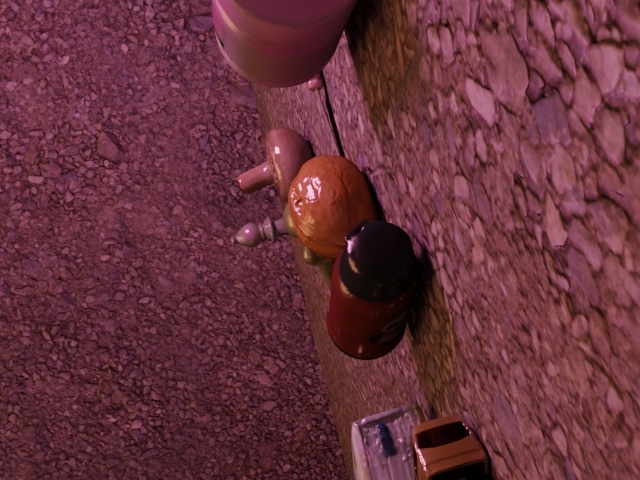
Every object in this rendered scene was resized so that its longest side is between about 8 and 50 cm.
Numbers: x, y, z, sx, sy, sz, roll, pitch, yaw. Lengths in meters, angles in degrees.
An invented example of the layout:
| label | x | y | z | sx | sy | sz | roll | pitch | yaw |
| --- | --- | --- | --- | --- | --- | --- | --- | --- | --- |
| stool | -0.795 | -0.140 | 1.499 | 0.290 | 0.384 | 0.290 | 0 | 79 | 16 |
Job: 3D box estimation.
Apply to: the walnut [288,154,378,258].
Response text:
| label | x | y | z | sx | sy | sz | roll | pitch | yaw |
| --- | --- | --- | --- | --- | --- | --- | --- | --- | --- |
| walnut | 0.021 | -0.059 | 1.417 | 0.165 | 0.165 | 0.197 | 84 | 177 | -53 |

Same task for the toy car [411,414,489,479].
| label | x | y | z | sx | sy | sz | roll | pitch | yaw |
| --- | --- | --- | --- | --- | --- | --- | --- | --- | --- |
| toy car | 0.194 | 0.386 | 1.162 | 0.124 | 0.101 | 0.257 | -113 | 11 | -54 |

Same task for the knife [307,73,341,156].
| label | x | y | z | sx | sy | sz | roll | pitch | yaw |
| --- | --- | --- | --- | --- | --- | --- | --- | --- | --- |
| knife | -0.002 | -0.288 | 1.624 | 0.081 | 0.043 | 0.336 | -27 | -80 | -84 |

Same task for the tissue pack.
| label | x | y | z | sx | sy | sz | roll | pitch | yaw |
| --- | --- | --- | --- | --- | --- | --- | --- | --- | --- |
| tissue pack | 0.158 | 0.518 | 1.445 | 0.388 | 0.162 | 0.288 | 81 | 177 | -56 |

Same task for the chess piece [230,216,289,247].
| label | x | y | z | sx | sy | sz | roll | pitch | yaw |
| --- | --- | --- | --- | --- | --- | --- | --- | --- | --- |
| chess piece | -0.125 | -0.033 | 2.220 | 0.139 | 0.271 | 0.139 | 164 | 90 | -85 |

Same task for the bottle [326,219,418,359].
| label | x | y | z | sx | sy | sz | roll | pitch | yaw |
| --- | --- | --- | --- | --- | --- | --- | --- | --- | --- |
| bottle | 0.080 | 0.080 | 1.252 | 0.336 | 0.143 | 0.144 | 89 | 165 | -65 |

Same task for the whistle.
| label | x | y | z | sx | sy | sz | roll | pitch | yaw |
| --- | --- | --- | --- | --- | --- | --- | --- | --- | --- |
| whistle | 0.007 | -0.004 | 1.953 | 0.294 | 0.141 | 0.141 | 57 | 177 | -12 |

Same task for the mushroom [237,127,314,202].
| label | x | y | z | sx | sy | sz | roll | pitch | yaw |
| --- | --- | --- | --- | --- | --- | --- | --- | --- | --- |
| mushroom | -0.120 | -0.191 | 2.089 | 0.207 | 0.215 | 0.208 | 158 | 90 | -87 |

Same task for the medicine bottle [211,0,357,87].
| label | x | y | z | sx | sy | sz | roll | pitch | yaw |
| --- | --- | --- | --- | --- | --- | --- | --- | --- | --- |
| medicine bottle | -0.055 | -0.359 | 1.125 | 0.325 | 0.211 | 0.212 | 159 | 96 | -84 |
